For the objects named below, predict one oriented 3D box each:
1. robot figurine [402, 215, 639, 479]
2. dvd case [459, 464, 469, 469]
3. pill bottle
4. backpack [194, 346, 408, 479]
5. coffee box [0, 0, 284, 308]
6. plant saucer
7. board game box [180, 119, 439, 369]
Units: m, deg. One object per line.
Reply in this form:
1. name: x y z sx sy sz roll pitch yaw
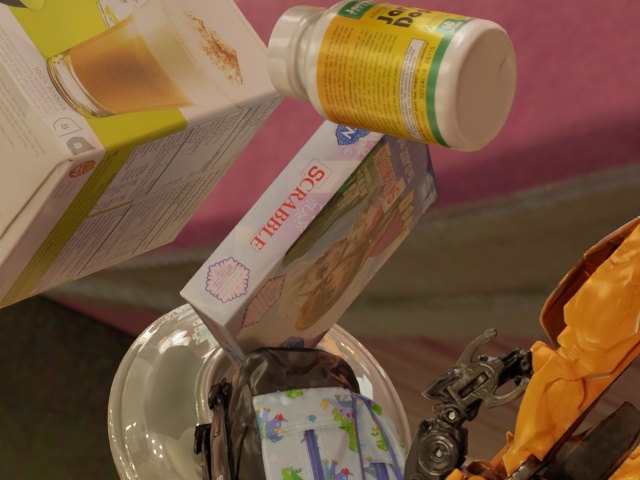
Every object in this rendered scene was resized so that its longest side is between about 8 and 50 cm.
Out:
1. robot figurine: 0.190 0.112 1.120 0.291 0.211 0.085 -50 -17 14
2. dvd case: 0.175 0.326 1.659 0.165 0.018 0.221 4 85 44
3. pill bottle: 0.060 -0.154 1.624 0.208 0.117 0.117 15 77 34
4. backpack: 0.004 0.332 1.902 0.290 0.273 0.355 113 160 -53
5. coffee box: -0.304 -0.170 2.060 0.334 0.337 0.338 -23 -18 -42
6. plant saucer: -0.059 0.223 2.253 0.100 0.401 0.400 121 164 -52
7. board game box: 0.000 0.000 2.000 0.318 0.066 0.318 -50 -18 -8
